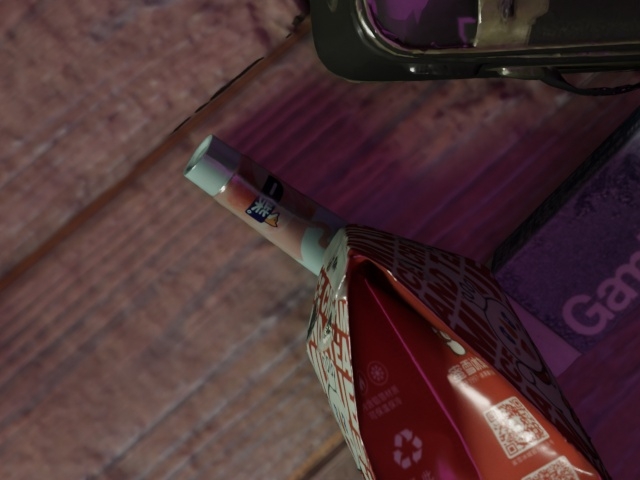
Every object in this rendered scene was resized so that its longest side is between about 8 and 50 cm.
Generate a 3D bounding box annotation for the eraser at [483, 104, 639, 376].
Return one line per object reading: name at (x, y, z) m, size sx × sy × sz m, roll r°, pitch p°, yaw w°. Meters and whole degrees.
eraser at (0.197, -0.007, 1.254) m, size 0.092 × 0.046 × 0.212 m, roll 38°, pitch 116°, yaw -10°

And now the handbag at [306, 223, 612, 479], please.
handbag at (0.091, 0.120, 1.195) m, size 0.151 × 0.171 × 0.298 m, roll -27°, pitch 101°, yaw 3°

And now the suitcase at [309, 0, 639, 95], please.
suitcase at (0.189, -0.238, 1.249) m, size 0.434 × 0.194 × 0.283 m, roll -4°, pitch 88°, yaw -13°

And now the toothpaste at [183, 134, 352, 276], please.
toothpaste at (0.000, 0.000, 1.271) m, size 0.205 × 0.036 × 0.056 m, roll 34°, pitch 83°, yaw -15°
